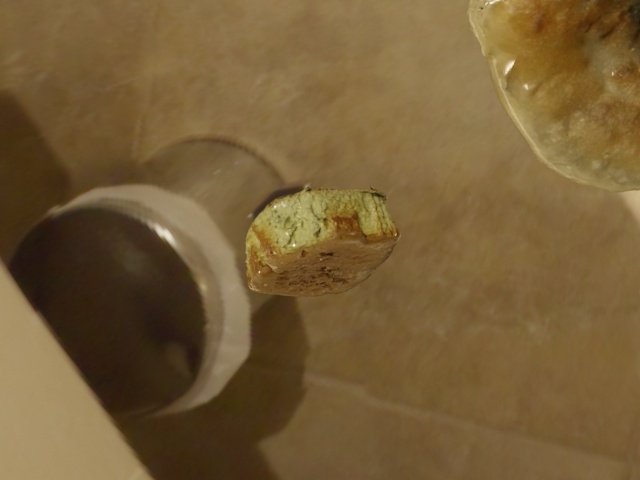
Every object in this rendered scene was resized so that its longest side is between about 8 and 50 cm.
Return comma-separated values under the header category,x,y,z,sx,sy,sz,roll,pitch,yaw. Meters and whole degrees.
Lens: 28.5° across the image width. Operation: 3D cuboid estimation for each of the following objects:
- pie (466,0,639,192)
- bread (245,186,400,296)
category,x,y,z,sx,sy,sz,roll,pitch,yaw
pie,0.165,-0.125,0.627,0.185,0.052,0.218,8,122,-9
bread,0.000,0.000,1.245,0.128,0.140,0.069,-53,43,49
